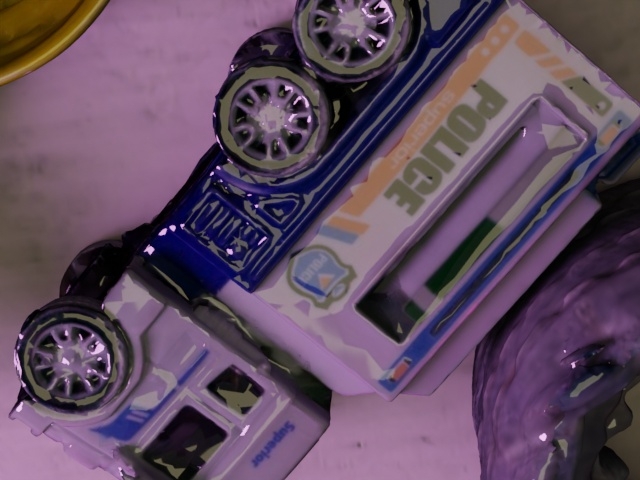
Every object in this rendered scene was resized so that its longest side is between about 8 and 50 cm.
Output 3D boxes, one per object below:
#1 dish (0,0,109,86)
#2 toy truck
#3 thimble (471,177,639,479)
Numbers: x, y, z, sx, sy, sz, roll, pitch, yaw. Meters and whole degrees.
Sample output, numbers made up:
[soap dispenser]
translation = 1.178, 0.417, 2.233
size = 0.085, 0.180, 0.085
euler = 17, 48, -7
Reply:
[dish]
translation = -0.144, -0.137, 0.691
size = 0.208, 0.080, 0.149
euler = -27, 92, 3
[toy truck]
translation = 0.000, 0.000, 0.702
size = 0.155, 0.124, 0.268
euler = 39, 102, -7
[thimble]
translation = 0.176, 0.094, 0.700
size = 0.205, 0.172, 0.236
euler = -33, 103, 12
